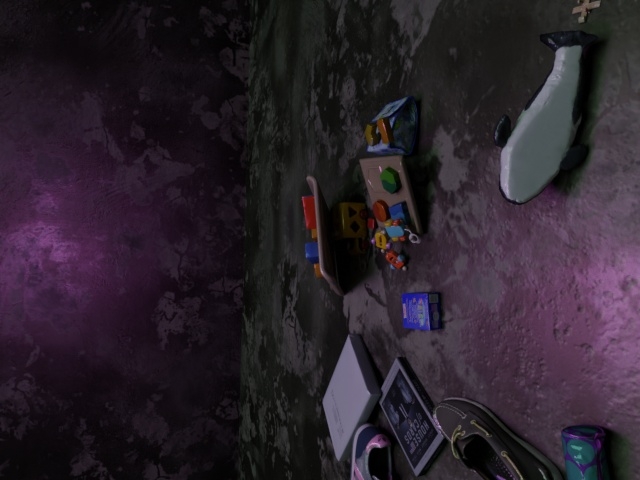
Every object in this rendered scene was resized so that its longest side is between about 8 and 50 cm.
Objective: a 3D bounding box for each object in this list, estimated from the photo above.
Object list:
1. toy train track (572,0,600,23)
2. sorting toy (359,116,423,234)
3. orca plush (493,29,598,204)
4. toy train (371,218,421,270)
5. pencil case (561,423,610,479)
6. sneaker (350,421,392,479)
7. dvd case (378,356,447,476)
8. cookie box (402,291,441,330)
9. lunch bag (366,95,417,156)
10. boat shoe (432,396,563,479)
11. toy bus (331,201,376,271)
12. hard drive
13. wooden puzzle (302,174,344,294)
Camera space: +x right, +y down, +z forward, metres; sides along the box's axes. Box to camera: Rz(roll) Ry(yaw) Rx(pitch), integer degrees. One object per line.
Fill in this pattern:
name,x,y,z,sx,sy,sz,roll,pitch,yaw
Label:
toy train track,0.443,-0.409,0.698,0.048,0.014,0.084,-152,66,-63
sorting toy,0.167,-0.166,1.129,0.229,0.041,0.308,21,132,66
orca plush,0.376,-0.208,0.740,0.102,0.151,0.288,-47,-41,-79
toy train,0.209,0.004,1.125,0.125,0.046,0.166,36,144,10
pencil case,0.422,0.372,0.654,0.070,0.064,0.152,126,141,-76
sneaker,0.150,0.700,1.187,0.131,0.112,0.320,166,103,-68
dvd case,0.236,0.459,1.107,0.239,0.029,0.180,-119,37,-49
cookie box,0.254,0.177,1.062,0.107,0.040,0.092,165,104,-65
lunch bag,0.200,-0.311,1.149,0.128,0.096,0.151,15,91,67
boat shoe,0.322,0.411,0.840,0.305,0.091,0.109,-159,72,-64
toy bus,0.088,-0.027,1.360,0.202,0.104,0.191,-117,36,-47
hard drive,0.091,0.514,1.375,0.233,0.047,0.353,-110,30,-52
wooden puzzle,0.000,0.000,1.407,0.322,0.080,0.348,62,-162,-72
